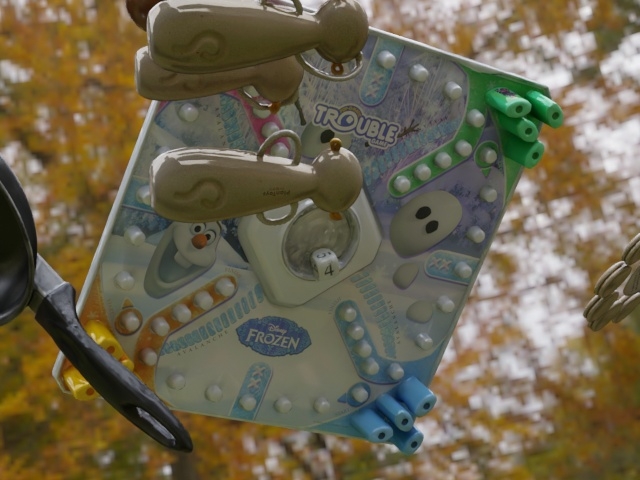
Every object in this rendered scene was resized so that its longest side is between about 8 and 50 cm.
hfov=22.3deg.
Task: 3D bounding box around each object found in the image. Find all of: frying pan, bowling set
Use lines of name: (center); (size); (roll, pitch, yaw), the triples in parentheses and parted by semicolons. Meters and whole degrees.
frying pan: (-0.210, -0.001, 1.068); (0.326, 0.053, 0.197); (23, -44, 18)
bowling set: (-0.056, -0.171, 1.164); (0.154, 0.200, 0.287); (-3, -60, -12)

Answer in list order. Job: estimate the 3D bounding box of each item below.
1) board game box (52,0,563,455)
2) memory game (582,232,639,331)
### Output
board game box: (0.000, 0.000, 1.466); (0.390, 0.050, 0.390); (13, -73, -32)
memory game: (0.292, 0.009, 1.388); (0.186, 0.012, 0.186); (-37, -22, -18)
